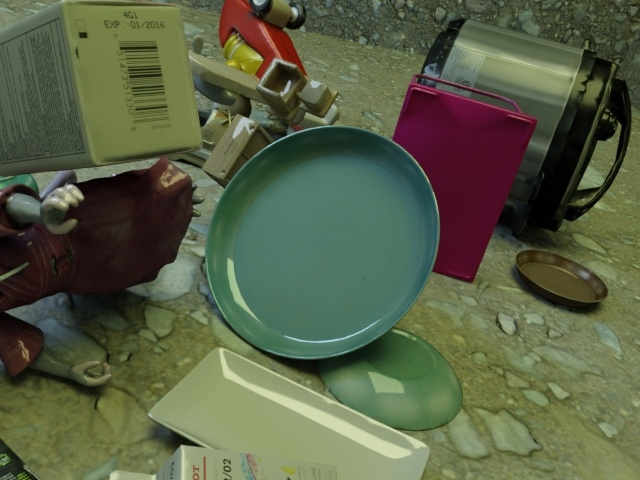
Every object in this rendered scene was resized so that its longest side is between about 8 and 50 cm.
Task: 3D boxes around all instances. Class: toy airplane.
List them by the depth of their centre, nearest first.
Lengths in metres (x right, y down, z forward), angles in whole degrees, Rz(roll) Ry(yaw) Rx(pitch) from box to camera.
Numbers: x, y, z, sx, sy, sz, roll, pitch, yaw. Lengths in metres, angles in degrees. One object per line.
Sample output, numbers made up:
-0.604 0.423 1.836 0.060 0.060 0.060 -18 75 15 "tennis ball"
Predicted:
-0.114 -0.319 1.439 0.386 0.273 0.384 45 30 -24 "toy airplane"

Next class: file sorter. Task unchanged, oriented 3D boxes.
0.209 -0.118 1.146 0.202 0.290 0.182 17 24 2 "file sorter"

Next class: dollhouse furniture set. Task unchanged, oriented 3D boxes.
0.024 -0.065 1.004 0.356 0.303 0.174 27 -7 26 "dollhouse furniture set"

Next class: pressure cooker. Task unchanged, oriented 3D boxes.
0.409 -0.230 1.370 0.421 0.369 0.375 20 31 15 "pressure cooker"

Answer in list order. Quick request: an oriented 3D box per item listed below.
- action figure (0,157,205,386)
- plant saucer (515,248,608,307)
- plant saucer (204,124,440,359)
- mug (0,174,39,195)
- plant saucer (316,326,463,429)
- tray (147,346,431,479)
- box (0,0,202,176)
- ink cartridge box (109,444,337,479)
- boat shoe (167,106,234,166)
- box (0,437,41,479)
-0.304 0.000 0.704 0.276 0.247 0.370 26 26 21 "action figure"
0.423 0.070 1.183 0.169 0.029 0.168 13 28 -7 "plant saucer"
0.000 0.000 0.868 0.318 0.317 0.044 30 -6 26 "plant saucer"
-0.456 -0.052 0.880 0.158 0.097 0.129 -11 38 -42 "mug"
0.093 0.156 0.843 0.195 0.037 0.195 12 27 -6 "plant saucer"
-0.029 0.208 0.691 0.271 0.030 0.145 23 29 13 "tray"
-0.250 -0.152 0.699 0.232 0.148 0.127 3 15 44 "box"
-0.073 0.229 0.527 0.181 0.061 0.104 16 43 -26 "ink cartridge box"
-0.205 -0.200 1.280 0.303 0.103 0.113 10 28 -10 "boat shoe"
-0.269 0.249 0.477 0.184 0.045 0.191 32 31 24 "box"
